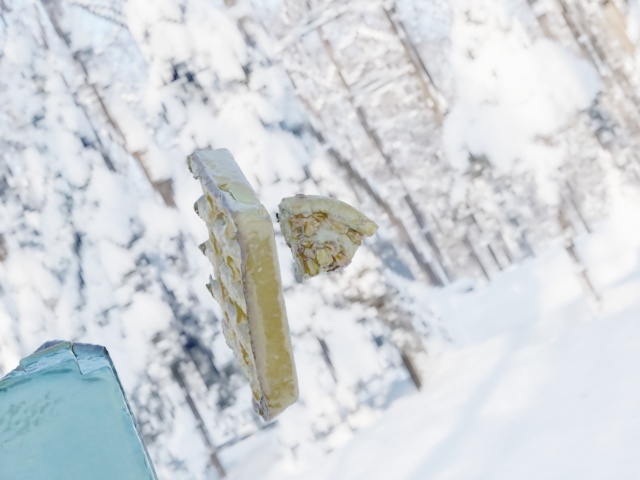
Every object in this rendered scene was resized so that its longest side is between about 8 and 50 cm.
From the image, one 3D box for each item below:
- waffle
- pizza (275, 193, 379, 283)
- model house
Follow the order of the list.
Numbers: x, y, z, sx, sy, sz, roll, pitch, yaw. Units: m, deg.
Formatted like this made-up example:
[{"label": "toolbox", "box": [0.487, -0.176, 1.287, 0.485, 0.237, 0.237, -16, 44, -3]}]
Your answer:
[{"label": "waffle", "box": [-0.116, 0.061, 1.893, 0.078, 0.348, 0.304, -14, 27, -13]}, {"label": "pizza", "box": [0.000, 0.000, 2.098, 0.062, 0.182, 0.161, -2, 62, 61]}, {"label": "model house", "box": [-0.391, 0.283, 1.860, 0.230, 0.280, 0.249, -21, 15, -15]}]
